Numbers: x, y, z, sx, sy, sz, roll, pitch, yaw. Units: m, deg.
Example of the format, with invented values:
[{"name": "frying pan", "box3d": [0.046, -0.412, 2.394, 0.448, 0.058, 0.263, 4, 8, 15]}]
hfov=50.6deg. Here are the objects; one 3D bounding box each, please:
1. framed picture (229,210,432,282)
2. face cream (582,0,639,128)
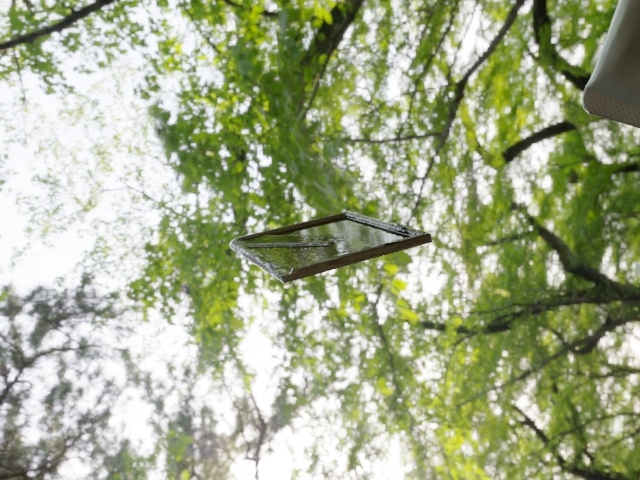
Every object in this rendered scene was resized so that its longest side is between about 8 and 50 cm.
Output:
[{"name": "framed picture", "box3d": [0.000, 0.000, 0.947, 0.209, 0.281, 0.019, -15, -77, -16]}, {"name": "face cream", "box3d": [0.224, -0.165, 0.360, 0.070, 0.114, 0.224, -111, 35, -70]}]
